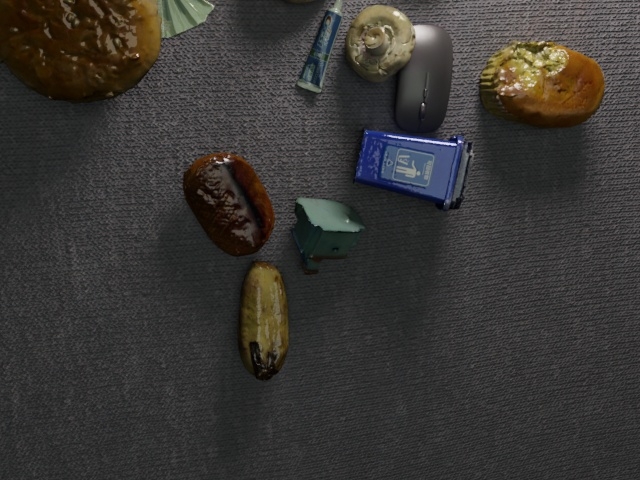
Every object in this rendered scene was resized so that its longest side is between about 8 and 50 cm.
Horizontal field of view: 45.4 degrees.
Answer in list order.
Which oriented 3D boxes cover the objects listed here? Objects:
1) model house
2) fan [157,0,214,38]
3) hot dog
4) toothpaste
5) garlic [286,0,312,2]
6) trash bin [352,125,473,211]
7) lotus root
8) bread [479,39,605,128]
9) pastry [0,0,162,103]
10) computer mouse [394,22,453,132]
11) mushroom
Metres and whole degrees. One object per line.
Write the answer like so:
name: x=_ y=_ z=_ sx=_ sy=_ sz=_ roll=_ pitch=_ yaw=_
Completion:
model house: x=0.000 y=0.000 z=1.651 sx=0.148 sy=0.119 sz=0.148 roll=4 pitch=126 yaw=-33
fan: x=-0.336 y=-0.480 z=1.545 sx=0.240 sy=0.009 sz=0.131 roll=11 pitch=100 yaw=-12
hot dog: x=-0.188 y=-0.076 z=1.596 sx=0.161 sy=0.099 sz=0.226 roll=-25 pitch=104 yaw=-5
toothpaste: x=0.007 y=-0.409 z=1.606 sx=0.057 sy=0.035 sz=0.197 roll=20 pitch=98 yaw=3
garlic: x=-0.039 y=-0.535 z=1.545 sx=0.207 sy=0.128 sz=0.115 roll=6 pitch=123 yaw=-18
trash bin: x=0.192 y=-0.158 z=1.625 sx=0.235 sy=0.184 sz=0.162 roll=11 pitch=95 yaw=1
lotus root: x=-0.122 y=0.173 z=1.658 sx=0.110 sy=0.097 sz=0.258 roll=1 pitch=92 yaw=-17
bread: x=0.480 y=-0.334 z=1.653 sx=0.250 sy=0.133 sz=0.179 roll=12 pitch=102 yaw=-11
pastry: x=-0.452 y=-0.405 z=1.446 sx=0.316 sy=0.184 sz=0.284 roll=-4 pitch=110 yaw=1
computer mouse: x=0.220 y=-0.347 z=1.641 sx=0.120 sy=0.057 sz=0.232 roll=4 pitch=99 yaw=-10
mushroom: x=0.120 y=-0.402 z=1.570 sx=0.154 sy=0.122 sz=0.154 roll=3 pitch=98 yaw=19
